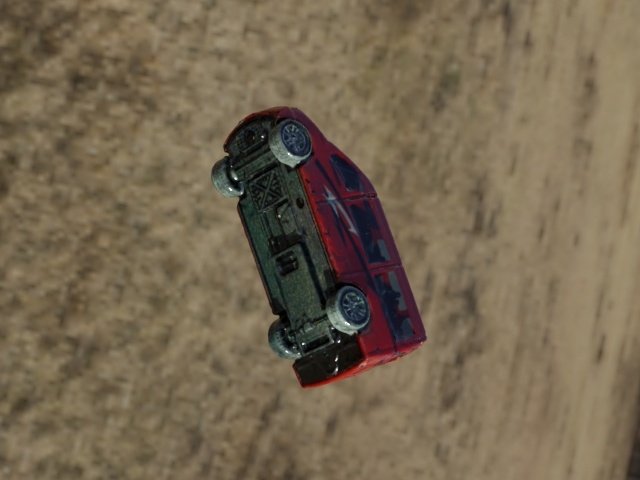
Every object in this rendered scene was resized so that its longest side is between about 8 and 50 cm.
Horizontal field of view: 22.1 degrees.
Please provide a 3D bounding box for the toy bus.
[{"bbox_3d":[0.000,0.000,1.147,0.089,0.081,0.195,-11,78,-44],"label":"toy bus"}]
